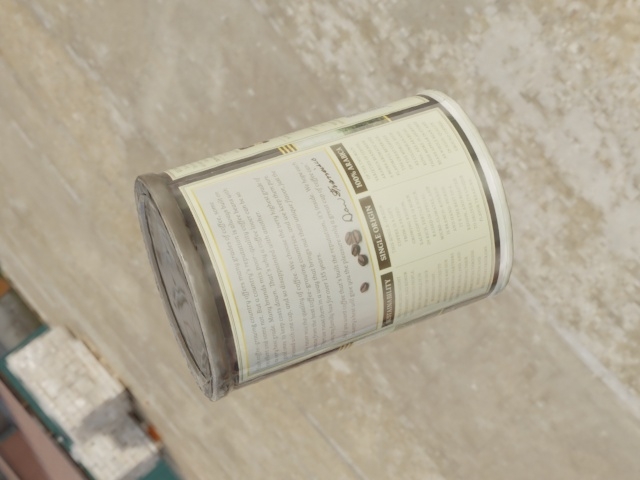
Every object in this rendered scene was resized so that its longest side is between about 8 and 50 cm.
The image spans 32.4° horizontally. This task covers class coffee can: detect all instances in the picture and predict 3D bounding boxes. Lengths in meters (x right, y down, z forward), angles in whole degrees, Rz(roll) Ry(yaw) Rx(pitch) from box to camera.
[{"bbox_3d":[0.000,0.000,0.968,0.201,0.275,0.201,162,90,-75],"label":"coffee can"}]
